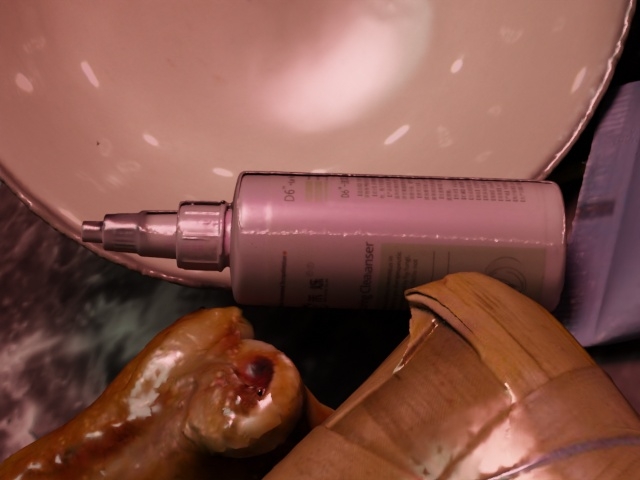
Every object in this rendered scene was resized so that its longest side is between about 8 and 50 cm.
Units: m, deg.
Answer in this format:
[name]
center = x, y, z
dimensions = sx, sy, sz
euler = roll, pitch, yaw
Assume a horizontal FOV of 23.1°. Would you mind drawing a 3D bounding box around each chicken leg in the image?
[chicken leg]
center = -0.175, 0.143, 0.677
dimensions = 0.361, 0.140, 0.211
euler = -42, 61, -5

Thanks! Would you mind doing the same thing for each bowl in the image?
[bowl]
center = -0.024, -0.138, 0.769
dimensions = 0.337, 0.337, 0.157
euler = -43, 0, -5

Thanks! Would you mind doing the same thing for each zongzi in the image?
[zongzi]
center = 0.055, 0.161, 0.527
dimensions = 0.228, 0.115, 0.256
euler = -44, 52, 2

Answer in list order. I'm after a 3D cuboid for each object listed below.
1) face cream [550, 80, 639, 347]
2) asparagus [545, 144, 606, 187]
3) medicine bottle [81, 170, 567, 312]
[face cream]
center = 0.254, -0.029, 0.561
dimensions = 0.385, 0.086, 0.135
euler = -7, 55, 42
[asparagus]
center = 0.083, -0.017, 0.729
dimensions = 0.114, 0.014, 0.015
euler = -24, 25, 17
[medicine bottle]
center = 0.000, 0.000, 0.653
dimensions = 0.199, 0.058, 0.058
euler = 2, 46, -3
